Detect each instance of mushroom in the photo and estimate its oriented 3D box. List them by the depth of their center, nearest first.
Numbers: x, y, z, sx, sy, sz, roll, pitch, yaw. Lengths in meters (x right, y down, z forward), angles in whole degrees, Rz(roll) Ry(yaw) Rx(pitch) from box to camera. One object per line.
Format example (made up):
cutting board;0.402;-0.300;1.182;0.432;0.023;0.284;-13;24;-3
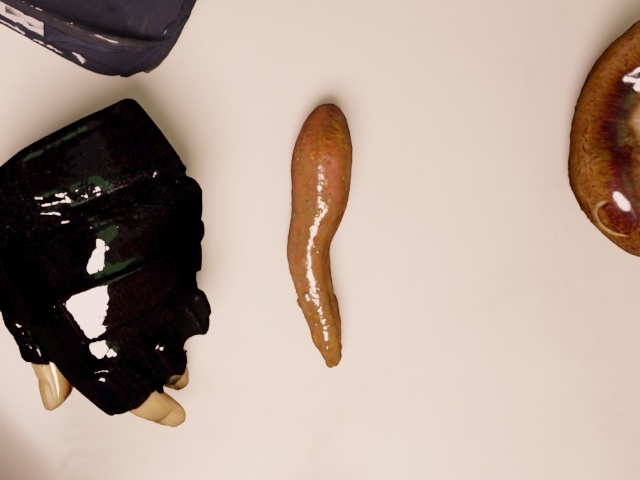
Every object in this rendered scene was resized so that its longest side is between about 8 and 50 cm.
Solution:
mushroom;0.322;-0.098;0.659;0.194;0.138;0.231;18;97;-38

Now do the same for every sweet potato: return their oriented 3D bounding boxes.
sweet potato;0.000;0.000;0.558;0.050;0.050;0.214;-2;98;-24

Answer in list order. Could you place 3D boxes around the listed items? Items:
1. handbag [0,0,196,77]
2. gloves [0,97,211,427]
handbag;-0.180;-0.296;0.418;0.329;0.122;0.303;27;82;-22
gloves;-0.133;0.034;0.468;0.164;0.124;0.203;-30;98;-1
